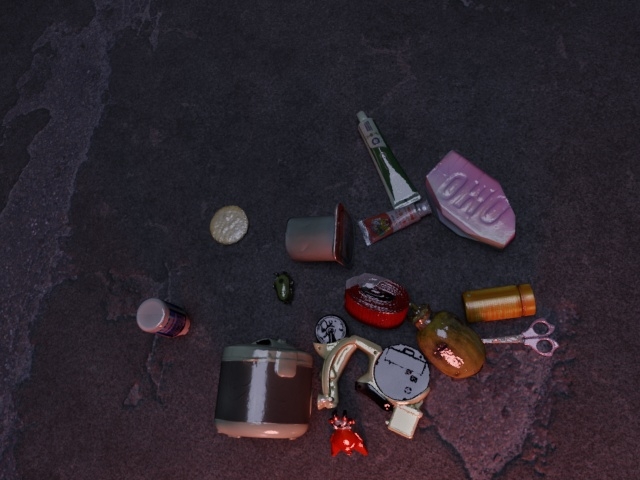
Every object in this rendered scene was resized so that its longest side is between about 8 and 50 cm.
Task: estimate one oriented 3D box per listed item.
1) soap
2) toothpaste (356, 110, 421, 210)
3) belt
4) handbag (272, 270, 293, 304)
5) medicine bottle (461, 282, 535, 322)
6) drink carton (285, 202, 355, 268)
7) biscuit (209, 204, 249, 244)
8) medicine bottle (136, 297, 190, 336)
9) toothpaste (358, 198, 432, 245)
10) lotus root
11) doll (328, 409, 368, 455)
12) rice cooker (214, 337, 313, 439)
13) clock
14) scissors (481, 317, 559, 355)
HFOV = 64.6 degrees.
[{"bbox_3d":[0.476,-0.112,1.583,0.193,0.109,0.324,-46,70,-4],"label":"soap"},{"bbox_3d":[0.215,-0.284,1.724,0.099,0.061,0.391,-27,73,8],"label":"toothpaste"},{"bbox_3d":[0.167,0.192,1.543,0.201,0.124,0.128,18,52,15],"label":"belt"},{"bbox_3d":[-0.118,0.158,1.656,0.072,0.047,0.111,-14,68,9],"label":"handbag"},{"bbox_3d":[0.518,0.184,1.482,0.192,0.096,0.096,-9,70,9],"label":"medicine bottle"},{"bbox_3d":[0.000,0.000,1.621,0.190,0.191,0.185,-7,73,20],"label":"drink carton"},{"bbox_3d":[-0.323,-0.055,1.786,0.152,0.020,0.151,-4,71,11],"label":"biscuit"},{"bbox_3d":[-0.499,0.254,1.630,0.107,0.191,0.106,-4,71,11],"label":"medicine bottle"},{"bbox_3d":[0.246,-0.066,1.653,0.234,0.057,0.089,-23,75,13],"label":"toothpaste"},{"bbox_3d":[0.351,0.276,1.436,0.154,0.154,0.278,-44,94,-4],"label":"lotus root"},{"bbox_3d":[0.069,0.554,1.439,0.109,0.169,0.057,-7,32,12],"label":"doll"},{"bbox_3d":[-0.160,0.423,1.463,0.289,0.288,0.276,-1,71,12],"label":"rice cooker"},{"bbox_3d":[0.130,0.397,1.490,0.379,0.120,0.276,17,73,17],"label":"clock"},{"bbox_3d":[0.578,0.286,1.476,0.212,0.021,0.110,-5,69,10],"label":"scissors"}]
